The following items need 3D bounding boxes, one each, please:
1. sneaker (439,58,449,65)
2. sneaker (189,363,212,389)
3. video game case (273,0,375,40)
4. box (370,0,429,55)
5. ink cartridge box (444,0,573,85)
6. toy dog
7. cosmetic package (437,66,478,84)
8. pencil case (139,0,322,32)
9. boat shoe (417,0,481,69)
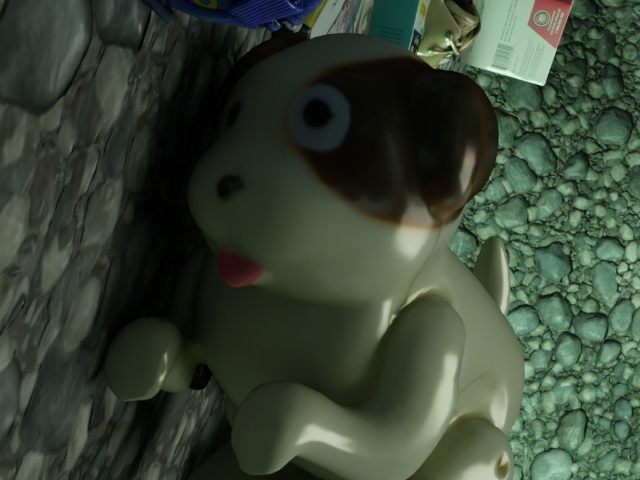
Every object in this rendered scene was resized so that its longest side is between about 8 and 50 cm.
[{"bbox_3d":[0.246,-0.392,2.024,0.121,0.079,0.217,90,19,-62],"label":"sneaker"},{"bbox_3d":[-0.070,0.058,0.974,0.072,0.077,0.178,92,20,-61],"label":"sneaker"},{"bbox_3d":[0.005,-0.182,1.066,0.275,0.035,0.248,99,13,-51],"label":"video game case"},{"bbox_3d":[0.094,-0.276,1.278,0.100,0.060,0.244,-30,133,-78],"label":"box"},{"bbox_3d":[0.252,-0.354,1.609,0.172,0.237,0.100,98,11,-52],"label":"ink cartridge box"},{"bbox_3d":[0.037,0.046,0.810,0.395,0.284,0.408,-33,130,-25],"label":"toy dog"},{"bbox_3d":[0.153,-0.163,1.693,0.296,0.153,0.129,84,27,-74],"label":"cosmetic package"},{"bbox_3d":[-0.001,-0.228,0.606,0.306,0.119,0.133,-62,139,-47],"label":"pencil case"},{"bbox_3d":[0.146,-0.290,1.378,0.121,0.110,0.341,-22,134,-53],"label":"boat shoe"}]
